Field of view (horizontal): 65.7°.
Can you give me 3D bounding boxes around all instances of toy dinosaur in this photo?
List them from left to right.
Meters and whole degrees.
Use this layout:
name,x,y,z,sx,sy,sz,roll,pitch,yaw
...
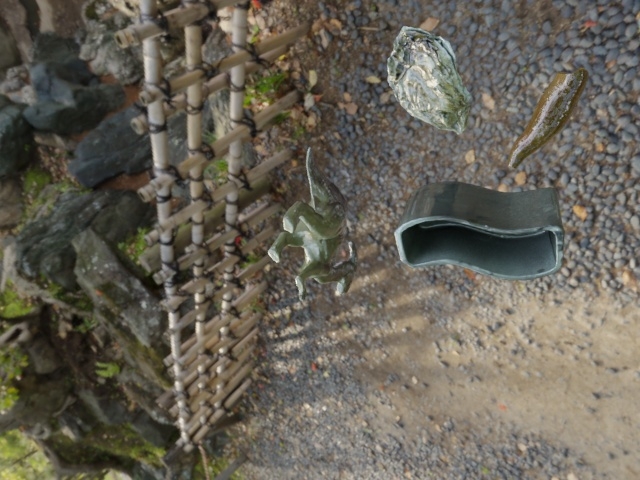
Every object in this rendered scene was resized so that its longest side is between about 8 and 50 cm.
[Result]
name,x,y,z,sx,sy,sz,roll,pitch,yaw
toy dinosaur,-0.006,-0.001,0.840,0.077,0.162,0.294,24,142,29

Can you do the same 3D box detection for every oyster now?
name,x,y,z,sx,sy,sz,roll,pitch,yaw
oyster,0.167,-0.239,0.748,0.124,0.064,0.177,29,158,34

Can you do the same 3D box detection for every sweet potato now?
name,x,y,z,sx,sy,sz,roll,pitch,yaw
sweet potato,0.477,-0.254,1.045,0.077,0.077,0.244,38,133,19

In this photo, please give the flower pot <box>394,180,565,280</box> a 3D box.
name,x,y,z,sx,sy,sz,roll,pitch,yaw
flower pot,0.233,-0.018,0.733,0.229,0.108,0.103,6,128,18
